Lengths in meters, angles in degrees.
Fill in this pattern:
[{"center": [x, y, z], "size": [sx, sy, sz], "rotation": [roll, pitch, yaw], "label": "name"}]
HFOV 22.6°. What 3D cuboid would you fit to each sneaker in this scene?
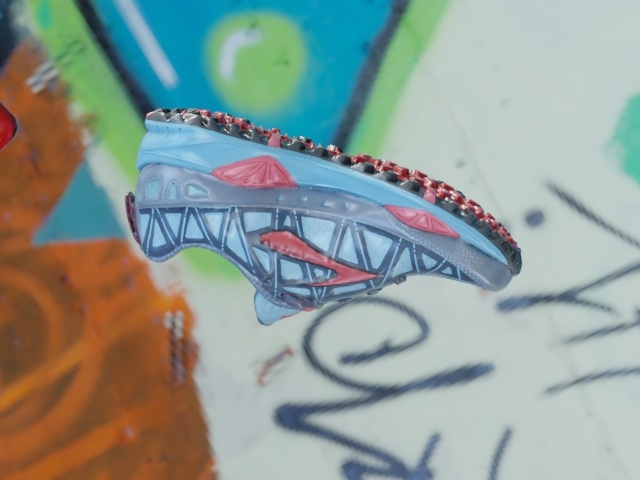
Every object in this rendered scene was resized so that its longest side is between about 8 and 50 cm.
[{"center": [0.000, 0.000, 1.056], "size": [0.262, 0.125, 0.104], "rotation": [18, -170, 5], "label": "sneaker"}]

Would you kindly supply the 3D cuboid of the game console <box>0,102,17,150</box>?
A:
[{"center": [-0.301, -0.081, 1.114], "size": [0.085, 0.144, 0.124], "rotation": [46, -177, -40], "label": "game console"}]
